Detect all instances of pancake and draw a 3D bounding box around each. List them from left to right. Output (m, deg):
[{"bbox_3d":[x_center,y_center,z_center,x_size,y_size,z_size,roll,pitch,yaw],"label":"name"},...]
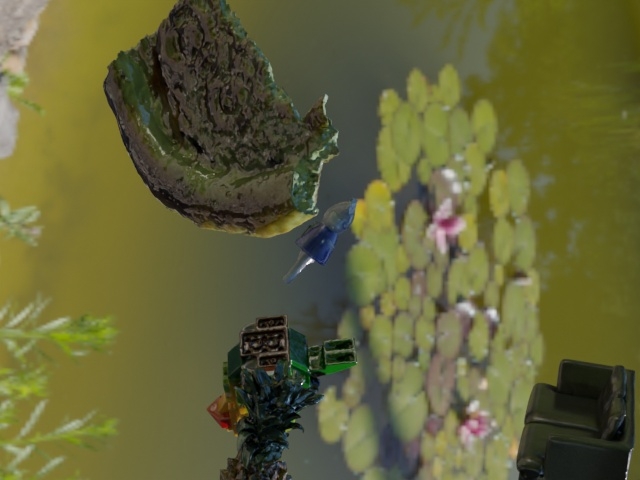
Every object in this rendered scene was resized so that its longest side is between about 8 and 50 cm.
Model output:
[{"bbox_3d":[-0.145,-0.158,1.508,0.067,0.427,0.305,-5,138,-45],"label":"pancake"}]

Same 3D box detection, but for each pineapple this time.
[{"bbox_3d":[-0.061,0.231,1.172,0.103,0.083,0.221,-20,127,-61],"label":"pineapple"}]

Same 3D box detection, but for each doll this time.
[{"bbox_3d":[-0.056,0.173,1.377,0.134,0.186,0.106,14,42,-21],"label":"doll"}]

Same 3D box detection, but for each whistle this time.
[{"bbox_3d":[0.000,0.000,0.876,0.083,0.029,0.033,-50,178,2],"label":"whistle"}]

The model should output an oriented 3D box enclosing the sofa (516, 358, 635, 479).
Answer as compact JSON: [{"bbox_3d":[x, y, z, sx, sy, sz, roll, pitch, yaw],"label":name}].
[{"bbox_3d":[0.203,0.139,0.904,0.147,0.085,0.060,-47,142,-66],"label":"sofa"}]
